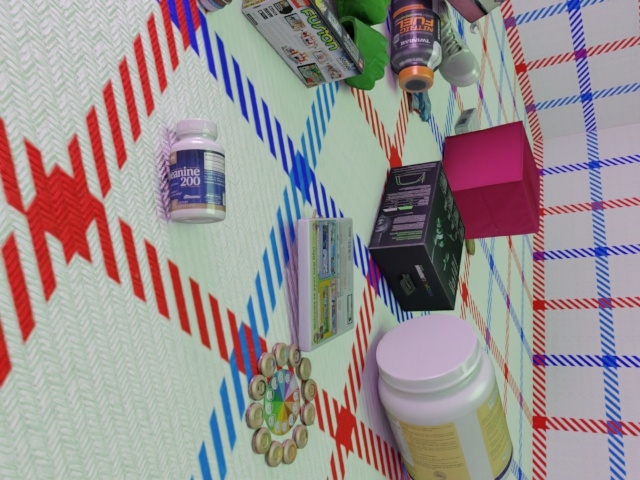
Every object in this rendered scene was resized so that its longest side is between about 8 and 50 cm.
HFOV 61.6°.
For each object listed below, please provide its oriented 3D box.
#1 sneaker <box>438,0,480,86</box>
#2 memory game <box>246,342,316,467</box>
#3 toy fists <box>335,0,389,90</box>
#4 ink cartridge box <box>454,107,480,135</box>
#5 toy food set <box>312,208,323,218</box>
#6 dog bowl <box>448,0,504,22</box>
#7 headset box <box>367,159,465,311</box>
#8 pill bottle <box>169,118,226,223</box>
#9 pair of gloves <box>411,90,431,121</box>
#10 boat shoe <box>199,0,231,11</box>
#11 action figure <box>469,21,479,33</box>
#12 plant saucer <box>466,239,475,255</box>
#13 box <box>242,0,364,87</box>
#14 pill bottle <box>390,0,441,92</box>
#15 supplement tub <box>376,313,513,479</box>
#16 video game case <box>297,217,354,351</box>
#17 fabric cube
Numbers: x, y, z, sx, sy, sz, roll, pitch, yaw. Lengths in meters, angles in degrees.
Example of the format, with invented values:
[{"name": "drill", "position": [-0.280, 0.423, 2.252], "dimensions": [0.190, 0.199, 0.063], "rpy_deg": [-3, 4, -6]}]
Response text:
[{"name": "sneaker", "position": [0.360, -0.586, 1.564], "dimensions": [0.169, 0.108, 0.292], "rpy_deg": [41, 23, -52]}, {"name": "memory game", "position": [-0.054, 0.249, 0.822], "dimensions": [0.186, 0.012, 0.186], "rpy_deg": [19, 68, -58]}, {"name": "toy fists", "position": [0.080, -0.451, 1.111], "dimensions": [0.142, 0.096, 0.279], "rpy_deg": [8, 79, -50]}, {"name": "ink cartridge box", "position": [0.563, -0.350, 1.991], "dimensions": [0.232, 0.066, 0.189], "rpy_deg": [66, 34, -22]}, {"name": "toy food set", "position": [0.000, 0.000, 0.960], "dimensions": [0.122, 0.019, 0.078], "rpy_deg": [55, 40, -51]}, {"name": "dog bowl", "position": [0.317, -0.726, 1.365], "dimensions": [0.408, 0.150, 0.408], "rpy_deg": [34, 27, -20]}, {"name": "headset box", "position": [0.237, 0.001, 1.264], "dimensions": [0.246, 0.131, 0.283], "rpy_deg": [57, 39, -40]}, {"name": "pill bottle", "position": [-0.150, -0.083, 0.656], "dimensions": [0.067, 0.067, 0.120], "rpy_deg": [9, 77, -60]}, {"name": "pair of gloves", "position": [0.276, -0.426, 1.527], "dimensions": [0.198, 0.023, 0.159], "rpy_deg": [2, 81, -61]}, {"name": "boat shoe", "position": [-0.137, -0.415, 0.741], "dimensions": [0.066, 0.066, 0.183], "rpy_deg": [-12, 95, -61]}, {"name": "action figure", "position": [0.575, -0.995, 2.071], "dimensions": [0.276, 0.248, 0.370], "rpy_deg": [42, 13, 12]}, {"name": "plant saucer", "position": [0.530, 0.013, 1.902], "dimensions": [0.083, 0.015, 0.083], "rpy_deg": [16, 71, -58]}, {"name": "box", "position": [-0.022, -0.336, 0.885], "dimensions": [0.207, 0.114, 0.036], "rpy_deg": [37, 54, -53]}, {"name": "pill bottle", "position": [0.243, -0.507, 1.371], "dimensions": [0.130, 0.130, 0.246], "rpy_deg": [24, 64, -57]}, {"name": "supplement tub", "position": [0.257, 0.348, 1.125], "dimensions": [0.241, 0.241, 0.331], "rpy_deg": [-51, 129, -51]}, {"name": "video game case", "position": [0.013, 0.067, 0.933], "dimensions": [0.193, 0.023, 0.212], "rpy_deg": [-7, 97, -65]}, {"name": "fabric cube", "position": [0.548, -0.184, 1.727], "dimensions": [0.258, 0.259, 0.254], "rpy_deg": [49, 45, -43]}]
